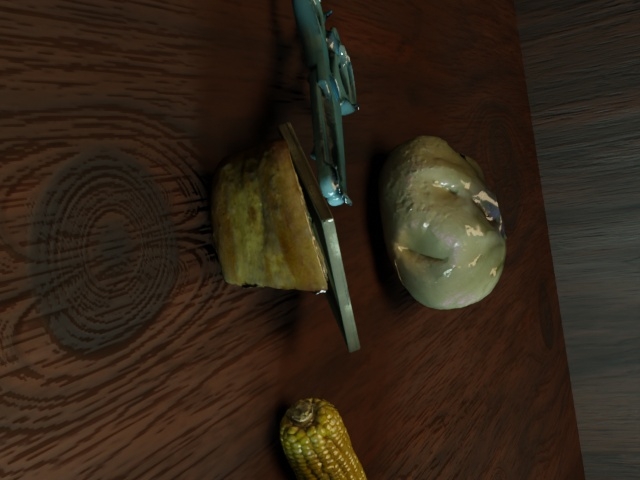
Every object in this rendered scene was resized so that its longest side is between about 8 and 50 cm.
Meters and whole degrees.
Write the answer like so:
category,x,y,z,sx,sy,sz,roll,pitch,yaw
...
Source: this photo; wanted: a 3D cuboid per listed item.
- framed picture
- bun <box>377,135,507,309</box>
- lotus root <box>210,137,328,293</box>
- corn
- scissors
category,x,y,z,sx,sy,sz,roll,pitch,yaw
framed picture,0.000,0.000,0.770,0.203,0.015,0.150,77,-8,-46
bun,0.190,-0.026,1.131,0.273,0.168,0.272,48,35,-49
lotus root,-0.055,-0.021,0.700,0.159,0.096,0.135,-156,-129,-77
corn,0.013,0.253,0.806,0.203,0.072,0.072,69,29,-28
scissors,0.007,-0.164,0.848,0.392,0.032,0.180,-92,158,-48
